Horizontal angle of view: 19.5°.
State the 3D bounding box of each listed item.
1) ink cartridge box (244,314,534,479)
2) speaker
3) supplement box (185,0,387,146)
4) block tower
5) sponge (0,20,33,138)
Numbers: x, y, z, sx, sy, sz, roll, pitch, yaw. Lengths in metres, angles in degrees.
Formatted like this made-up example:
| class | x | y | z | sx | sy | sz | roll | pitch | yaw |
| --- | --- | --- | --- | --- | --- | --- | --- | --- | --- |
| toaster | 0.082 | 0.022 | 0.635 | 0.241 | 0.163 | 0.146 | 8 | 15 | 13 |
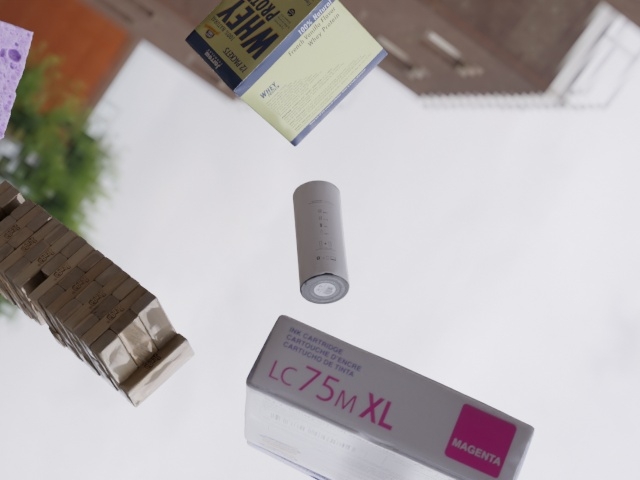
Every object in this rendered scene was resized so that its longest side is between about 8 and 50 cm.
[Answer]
| class | x | y | z | sx | sy | sz | roll | pitch | yaw |
| --- | --- | --- | --- | --- | --- | --- | --- | --- | --- |
| ink cartridge box | 0.039 | 0.143 | 1.344 | 0.311 | 0.186 | 0.065 | 102 | 12 | -74 |
| speaker | 0.000 | 0.000 | 2.045 | 0.055 | 0.055 | 0.136 | -42 | -141 | 36 |
| supplement box | -0.020 | -0.117 | 1.127 | 0.083 | 0.083 | 0.056 | -46 | -124 | 4 |
| block tower | -0.283 | 0.049 | 2.052 | 0.091 | 0.097 | 0.335 | -43 | -130 | -17 |
| sponge | -0.274 | -0.059 | 1.305 | 0.031 | 0.117 | 0.210 | 15 | -89 | 30 |
